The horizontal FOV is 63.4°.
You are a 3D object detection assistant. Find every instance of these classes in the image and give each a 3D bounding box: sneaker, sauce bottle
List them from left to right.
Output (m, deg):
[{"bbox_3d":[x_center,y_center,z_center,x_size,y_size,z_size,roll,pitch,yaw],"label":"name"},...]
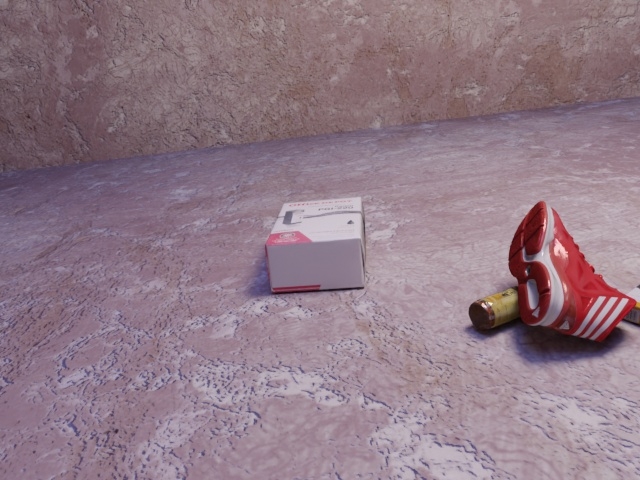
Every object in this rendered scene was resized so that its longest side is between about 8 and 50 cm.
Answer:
[{"bbox_3d":[0.259,0.084,0.695,0.128,0.042,0.042,-14,22,-27],"label":"sauce bottle"},{"bbox_3d":[0.327,0.046,0.681,0.128,0.087,0.221,24,47,-2],"label":"sneaker"}]

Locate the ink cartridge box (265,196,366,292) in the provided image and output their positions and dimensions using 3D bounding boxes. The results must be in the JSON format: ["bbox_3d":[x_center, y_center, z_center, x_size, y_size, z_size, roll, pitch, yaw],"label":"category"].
[{"bbox_3d":[0.000,0.000,0.916,0.159,0.092,0.218,-4,20,6],"label":"ink cartridge box"}]

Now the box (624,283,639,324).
[{"bbox_3d":[0.458,0.077,0.672,0.136,0.028,0.081,-18,24,-32],"label":"box"}]
